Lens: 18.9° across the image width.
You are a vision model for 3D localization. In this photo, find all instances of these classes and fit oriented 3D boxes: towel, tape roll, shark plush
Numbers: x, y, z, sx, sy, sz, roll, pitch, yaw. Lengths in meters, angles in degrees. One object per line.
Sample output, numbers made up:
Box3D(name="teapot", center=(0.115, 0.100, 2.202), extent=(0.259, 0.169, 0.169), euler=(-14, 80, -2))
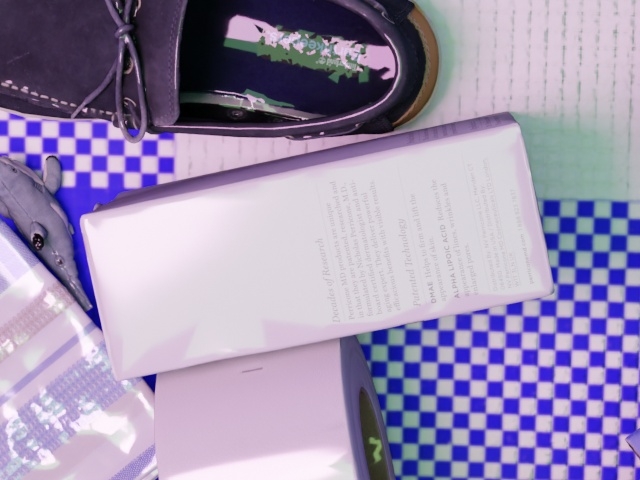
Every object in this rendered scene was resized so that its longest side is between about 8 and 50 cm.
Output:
Box3D(name="towel", center=(-0.279, 0.148, 1.764), extent=(0.209, 0.034, 0.285), euler=(-40, 91, 7))
Box3D(name="tape roll", center=(-0.031, 0.209, 1.698), extent=(0.169, 0.246, 0.246), euler=(-11, 96, 8))
Box3D(name="shark plush", center=(-0.264, -0.004, 1.779), extent=(0.073, 0.067, 0.161), euler=(-16, 95, 5))

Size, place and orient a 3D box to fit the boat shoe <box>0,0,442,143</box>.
Box3D(name="boat shoe", center=(-0.142, -0.182, 1.709), extent=(0.500, 0.156, 0.186), euler=(8, 99, 4))

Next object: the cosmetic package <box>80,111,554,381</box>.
Box3D(name="cosmetic package", center=(0.000, 0.000, 1.692), extent=(0.385, 0.217, 0.156), euler=(-13, 95, 6))

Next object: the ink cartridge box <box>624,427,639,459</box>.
Box3D(name="ink cartridge box", center=(0.416, 0.311, 1.652), extent=(0.270, 0.151, 0.395), euler=(-33, 96, -15))
